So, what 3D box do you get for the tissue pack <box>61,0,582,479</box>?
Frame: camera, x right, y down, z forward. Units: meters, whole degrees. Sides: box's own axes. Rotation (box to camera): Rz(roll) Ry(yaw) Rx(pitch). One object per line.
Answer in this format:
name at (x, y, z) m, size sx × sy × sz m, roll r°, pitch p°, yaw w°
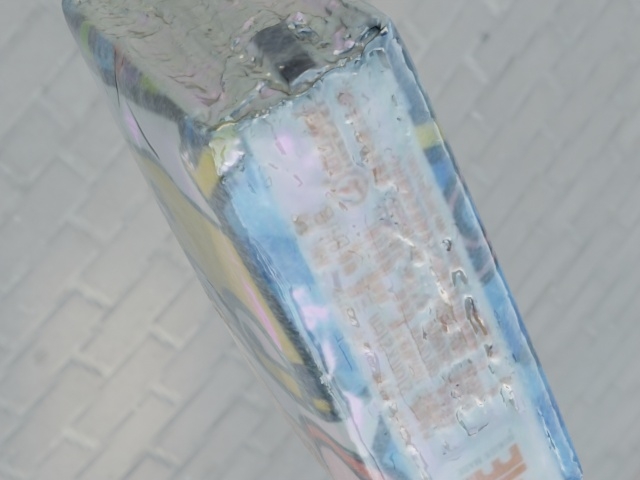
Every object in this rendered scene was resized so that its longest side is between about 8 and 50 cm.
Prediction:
tissue pack at (0.000, 0.000, 0.494) m, size 0.065 × 0.115 × 0.155 m, roll -30°, pitch 122°, yaw -9°
